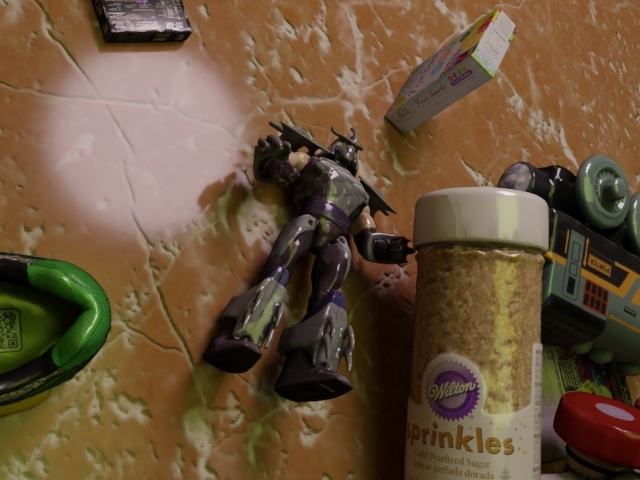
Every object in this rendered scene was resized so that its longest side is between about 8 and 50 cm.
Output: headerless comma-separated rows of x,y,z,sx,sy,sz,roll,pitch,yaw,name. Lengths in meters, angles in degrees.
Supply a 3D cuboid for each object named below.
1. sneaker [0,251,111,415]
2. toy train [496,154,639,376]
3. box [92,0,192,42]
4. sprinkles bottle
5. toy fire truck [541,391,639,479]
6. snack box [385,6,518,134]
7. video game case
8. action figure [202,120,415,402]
-0.286,0.054,0.387,0.343,0.146,0.134,-10,78,-36,sneaker
0.312,0.042,0.771,0.334,0.142,0.190,26,71,-28,toy train
-0.169,-0.220,0.657,0.083,0.018,0.067,-15,81,-38,box
0.137,0.136,0.621,0.121,0.121,0.356,9,80,-32,sprinkles bottle
0.348,0.270,0.648,0.302,0.254,0.169,9,99,-32,toy fire truck
0.145,-0.187,0.784,0.037,0.141,0.100,43,54,-14,snack box
0.269,0.130,0.810,0.210,0.042,0.232,2,71,-35,video game case
0.000,0.000,0.641,0.185,0.099,0.285,29,55,-17,action figure
